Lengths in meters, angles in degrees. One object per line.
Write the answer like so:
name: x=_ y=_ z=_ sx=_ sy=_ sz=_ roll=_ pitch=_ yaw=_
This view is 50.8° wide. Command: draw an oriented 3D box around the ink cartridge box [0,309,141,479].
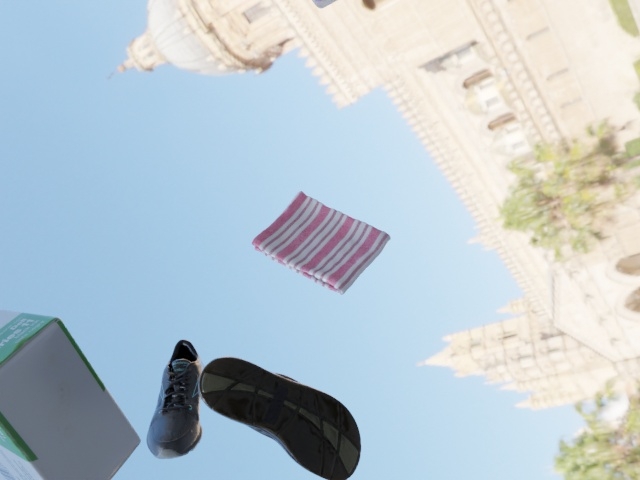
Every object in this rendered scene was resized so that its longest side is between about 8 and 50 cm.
ink cartridge box: x=-0.283 y=0.139 z=0.591 sx=0.087 sy=0.208 sz=0.153 roll=-51 pitch=-49 yaw=-41

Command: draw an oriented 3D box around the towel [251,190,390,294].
towel: x=0.000 y=0.000 z=1.143 sx=0.144 sy=0.197 sz=0.029 roll=-49 pitch=-30 yaw=-28

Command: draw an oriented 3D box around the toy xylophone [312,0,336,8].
toy xylophone: x=0.038 y=-0.450 z=0.828 sx=0.236 sy=0.081 sz=0.322 roll=58 pitch=-134 yaw=-26

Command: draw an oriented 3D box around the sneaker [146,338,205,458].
sneaker: x=-0.264 y=0.285 z=1.228 sx=0.267 sy=0.101 sz=0.106 roll=-98 pitch=4 yaw=-66

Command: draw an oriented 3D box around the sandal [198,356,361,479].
sandal: x=-0.047 y=0.207 z=0.798 sx=0.219 sy=0.060 sz=0.090 roll=28 pitch=-108 yaw=-11
